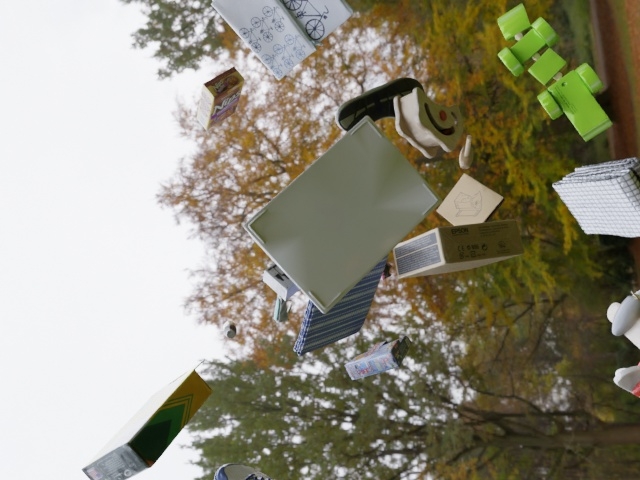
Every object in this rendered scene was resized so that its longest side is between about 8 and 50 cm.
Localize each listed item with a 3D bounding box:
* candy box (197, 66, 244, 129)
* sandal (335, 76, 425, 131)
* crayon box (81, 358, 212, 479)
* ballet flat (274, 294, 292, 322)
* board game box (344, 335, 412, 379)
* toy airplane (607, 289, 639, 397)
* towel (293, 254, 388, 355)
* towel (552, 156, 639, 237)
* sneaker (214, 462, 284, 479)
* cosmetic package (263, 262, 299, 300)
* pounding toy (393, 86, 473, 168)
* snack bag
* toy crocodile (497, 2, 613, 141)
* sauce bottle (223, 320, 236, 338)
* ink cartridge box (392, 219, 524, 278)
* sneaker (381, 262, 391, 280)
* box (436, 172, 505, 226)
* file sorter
[{"bbox_3d":[-0.284,-0.396,1.440,0.109,0.186,0.053,-39,-93,-24],"label":"candy box"},{"bbox_3d":[0.178,-0.418,1.547,0.086,0.303,0.120,-130,26,-61],"label":"sandal"},{"bbox_3d":[-0.400,0.443,1.256,0.081,0.202,0.318,51,-151,-6],"label":"crayon box"},{"bbox_3d":[-0.143,0.223,2.019,0.068,0.072,0.213,-1,-72,-20],"label":"ballet flat"},{"bbox_3d":[0.187,0.385,1.690,0.060,0.194,0.194,63,-156,0],"label":"board game box"},{"bbox_3d":[1.014,0.299,1.489,0.272,0.386,0.384,49,-128,-20],"label":"toy airplane"},{"bbox_3d":[0.057,0.156,1.383,0.243,0.040,0.336,-13,-47,-35],"label":"towel"},{"bbox_3d":[0.895,-0.126,1.558,0.121,0.284,0.235,-43,-77,-12],"label":"towel"},{"bbox_3d":[-0.097,0.543,1.088,0.112,0.296,0.131,-36,-39,-53],"label":"sneaker"},{"bbox_3d":[-0.050,0.072,1.536,0.239,0.099,0.060,-36,-23,-34],"label":"cosmetic package"},{"bbox_3d":[0.335,-0.319,1.366,0.269,0.155,0.154,29,-117,-35],"label":"pounding toy"},{"bbox_3d":[-0.111,-0.706,1.552,0.323,0.343,0.037,46,-148,-25],"label":"snack bag"},{"bbox_3d":[0.497,-0.365,1.103,0.340,0.115,0.105,54,-151,10],"label":"toy crocodile"},{"bbox_3d":[-0.278,0.276,1.575,0.128,0.042,0.042,173,86,-79],"label":"sauce bottle"},{"bbox_3d":[0.319,0.022,1.204,0.235,0.193,0.088,-6,-100,-26],"label":"ink cartridge box"},{"bbox_3d":[0.250,0.097,2.005,0.047,0.057,0.119,-126,20,-66],"label":"sneaker"},{"bbox_3d":[0.494,-0.116,1.697,0.021,0.164,0.201,24,-162,-35],"label":"box"},{"bbox_3d":[0.029,-0.039,0.913,0.193,0.278,0.173,48,170,-3],"label":"file sorter"}]
